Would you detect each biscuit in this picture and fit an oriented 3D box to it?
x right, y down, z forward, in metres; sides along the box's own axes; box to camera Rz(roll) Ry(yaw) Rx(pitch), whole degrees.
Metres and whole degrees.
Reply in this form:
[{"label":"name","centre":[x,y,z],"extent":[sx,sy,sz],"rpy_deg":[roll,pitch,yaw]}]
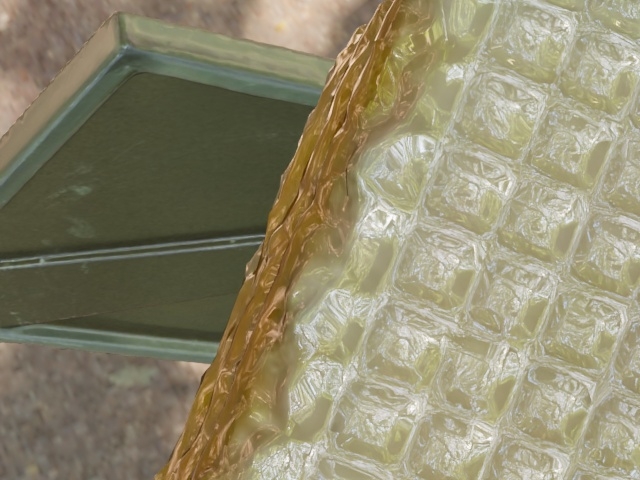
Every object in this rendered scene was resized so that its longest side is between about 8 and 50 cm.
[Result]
[{"label":"biscuit","centre":[-0.017,0.129,0.329],"extent":[0.094,0.054,0.378],"rpy_deg":[23,86,-12]}]

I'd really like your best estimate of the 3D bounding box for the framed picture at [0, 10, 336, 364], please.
[{"label":"framed picture","centre":[0.000,0.000,0.708],"extent":[0.289,0.016,0.213],"rpy_deg":[8,149,-34]}]
